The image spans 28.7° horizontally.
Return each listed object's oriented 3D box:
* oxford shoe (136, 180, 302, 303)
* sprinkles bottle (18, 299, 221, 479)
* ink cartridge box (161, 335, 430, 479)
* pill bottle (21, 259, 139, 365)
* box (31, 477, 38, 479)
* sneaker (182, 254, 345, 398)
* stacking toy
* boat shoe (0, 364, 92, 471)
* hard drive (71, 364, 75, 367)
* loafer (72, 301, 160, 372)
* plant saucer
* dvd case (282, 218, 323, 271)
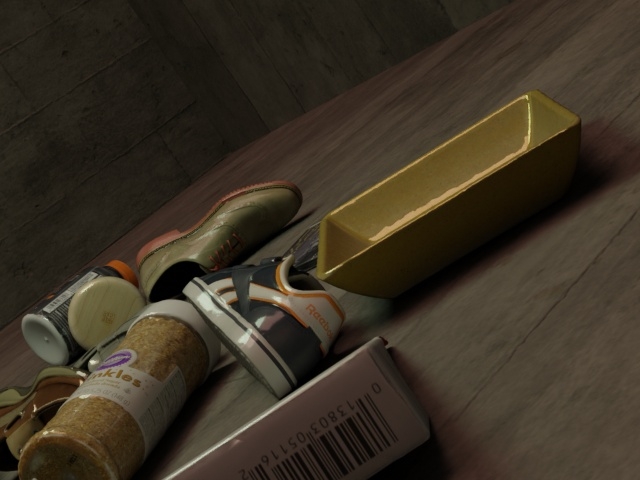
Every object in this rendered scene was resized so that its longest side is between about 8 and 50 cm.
[{"bbox_3d":[-0.179,0.014,2.311,0.348,0.123,0.130,-31,37,11],"label":"oxford shoe"},{"bbox_3d":[-0.230,0.195,1.503,0.121,0.121,0.355,-30,11,24],"label":"sprinkles bottle"},{"bbox_3d":[-0.052,0.205,1.096,0.308,0.091,0.385,-34,-7,2],"label":"ink cartridge box"},{"bbox_3d":[-0.479,0.139,2.544,0.130,0.130,0.245,-24,14,47],"label":"pill bottle"},{"bbox_3d":[-0.298,0.343,1.020,0.231,0.127,0.262,-37,9,-2],"label":"box"},{"bbox_3d":[-0.061,0.087,1.466,0.127,0.126,0.321,-41,22,-9],"label":"sneaker"},{"bbox_3d":[-0.390,0.138,2.318,0.141,0.141,0.330,-36,3,-8],"label":"stacking toy"},{"bbox_3d":[-0.370,0.260,1.725,0.324,0.122,0.120,-26,43,51],"label":"boat shoe"},{"bbox_3d":[-0.498,0.299,2.067,0.254,0.054,0.172,-31,10,21],"label":"hard drive"},{"bbox_3d":[-0.270,0.179,1.775,0.319,0.112,0.111,-35,11,47],"label":"loafer"},{"bbox_3d":[0.157,-0.048,1.495,0.332,0.081,0.333,-32,10,8],"label":"plant saucer"},{"bbox_3d":[0.000,0.000,1.973,0.164,0.018,0.221,-27,12,37],"label":"dvd case"}]
